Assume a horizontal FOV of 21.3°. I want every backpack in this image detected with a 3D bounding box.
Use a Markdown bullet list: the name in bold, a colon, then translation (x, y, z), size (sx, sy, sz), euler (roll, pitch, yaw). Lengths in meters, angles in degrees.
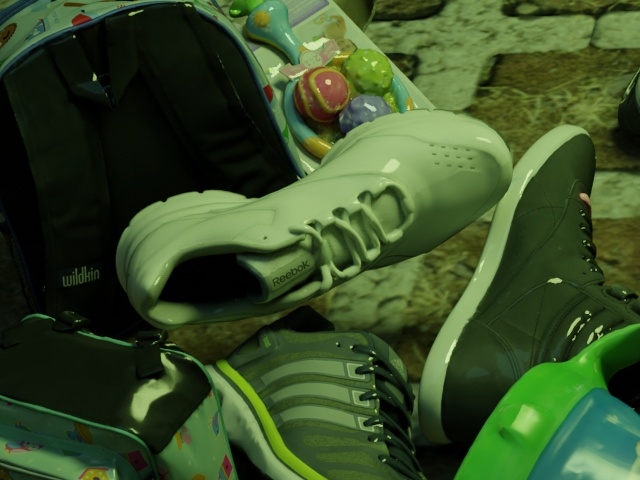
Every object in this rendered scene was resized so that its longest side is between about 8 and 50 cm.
- **backpack**: translation (-0.137, 0.159, 1.082), size (0.166, 0.188, 0.144), euler (8, 48, 29)
- **backpack**: translation (-0.146, -0.080, 1.320), size (0.276, 0.263, 0.213), euler (-24, 39, -11)

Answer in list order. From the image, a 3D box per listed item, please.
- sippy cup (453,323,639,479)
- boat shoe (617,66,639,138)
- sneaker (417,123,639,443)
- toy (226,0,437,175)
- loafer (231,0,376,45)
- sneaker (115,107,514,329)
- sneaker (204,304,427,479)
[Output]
- **sippy cup**: translation (0.182, 0.211, 0.905), size (0.224, 0.305, 0.240), euler (21, 20, 22)
- **boat shoe**: translation (0.327, -0.161, 1.439), size (0.228, 0.080, 0.076), euler (-48, 5, -29)
- **sneaker**: translation (0.187, 0.036, 1.211), size (0.147, 0.104, 0.295), euler (9, 49, 24)
- **toy**: translation (0.012, -0.132, 1.427), size (0.137, 0.056, 0.237), euler (-35, 69, -25)
- **loafer**: translation (-0.045, -0.155, 1.526), size (0.268, 0.102, 0.092), euler (-38, 45, -15)
- **sneaker**: translation (0.000, 0.000, 1.196), size (0.297, 0.111, 0.129), euler (-22, 19, 3)
- **sneaker**: translation (0.018, 0.123, 1.097), size (0.121, 0.111, 0.300), euler (-47, 39, -8)
